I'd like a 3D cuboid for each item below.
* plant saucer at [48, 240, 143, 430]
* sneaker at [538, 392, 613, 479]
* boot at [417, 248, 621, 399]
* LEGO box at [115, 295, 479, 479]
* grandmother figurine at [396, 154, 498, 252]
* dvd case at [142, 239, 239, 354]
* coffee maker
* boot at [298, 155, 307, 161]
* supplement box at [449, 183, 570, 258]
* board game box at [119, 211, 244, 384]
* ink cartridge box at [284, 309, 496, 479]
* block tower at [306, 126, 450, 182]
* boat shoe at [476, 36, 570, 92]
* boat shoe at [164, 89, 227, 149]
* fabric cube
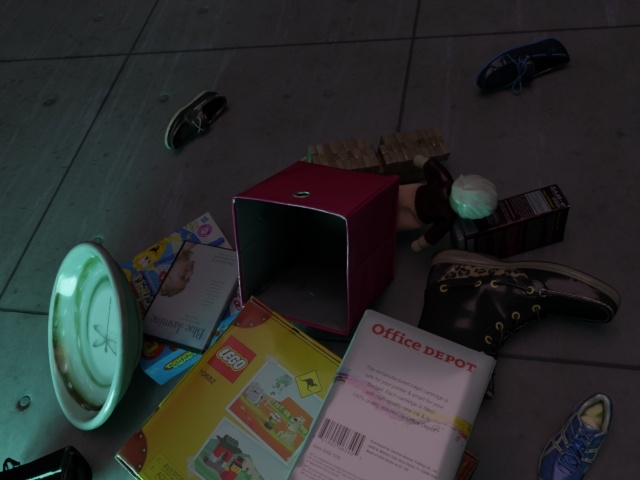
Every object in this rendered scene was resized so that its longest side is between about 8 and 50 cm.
[{"bbox_3d":[-0.483,0.203,1.287,0.400,0.100,0.401,-3,86,46],"label":"plant saucer"},{"bbox_3d":[0.448,0.354,1.031,0.080,0.081,0.211,26,68,27],"label":"sneaker"},{"bbox_3d":[0.355,0.175,1.141,0.377,0.138,0.284,13,60,27],"label":"boot"},{"bbox_3d":[-0.041,0.398,1.035,0.500,0.193,0.372,32,69,24],"label":"LEGO box"},{"bbox_3d":[0.228,-0.081,1.248,0.104,0.208,0.342,-12,5,-34],"label":"grandmother figurine"},{"bbox_3d":[-0.284,0.120,1.312,0.180,0.022,0.253,11,60,21],"label":"dvd case"},{"bbox_3d":[-0.570,0.489,1.186,0.178,0.120,0.171,-21,53,0],"label":"coffee maker"},{"bbox_3d":[0.038,-0.138,1.474,0.213,0.077,0.165,3,57,8],"label":"boot"},{"bbox_3d":[0.404,-0.027,1.270,0.239,0.130,0.073,-16,53,3],"label":"supplement box"},{"bbox_3d":[-0.319,0.126,1.385,0.301,0.086,0.308,-33,55,-9],"label":"board game box"},{"bbox_3d":[0.109,0.282,0.849,0.198,0.197,0.270,20,64,20],"label":"ink cartridge box"},{"bbox_3d":[0.137,-0.191,1.416,0.335,0.097,0.091,-11,61,-13],"label":"block tower"},{"bbox_3d":[0.540,-0.463,1.547,0.258,0.109,0.089,-27,58,-2],"label":"boat shoe"},{"bbox_3d":[-0.369,-0.355,1.727,0.079,0.084,0.233,24,62,28],"label":"boat shoe"},{"bbox_3d":[0.000,0.000,1.220,0.254,0.259,0.258,12,28,26],"label":"fabric cube"}]
